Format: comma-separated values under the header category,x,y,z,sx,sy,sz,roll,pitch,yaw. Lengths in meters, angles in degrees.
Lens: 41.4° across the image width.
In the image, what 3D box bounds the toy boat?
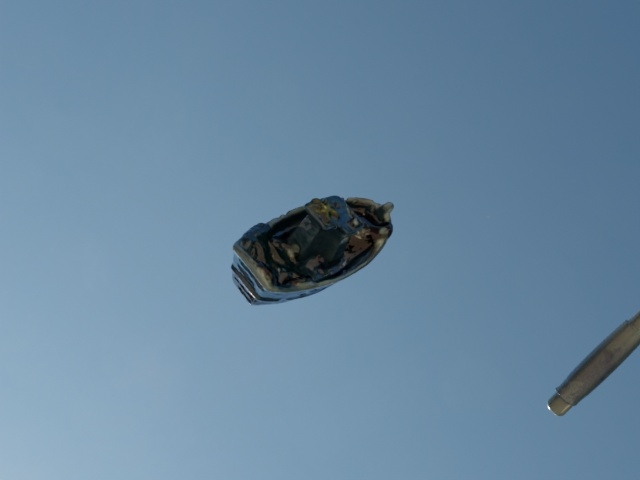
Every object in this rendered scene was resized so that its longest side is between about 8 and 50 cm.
category,x,y,z,sx,sy,sz,roll,pitch,yaw
toy boat,0.000,0.000,0.554,0.060,0.137,0.061,52,-49,20

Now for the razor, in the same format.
category,x,y,z,sx,sy,sz,roll,pitch,yaw
razor,0.204,0.070,0.572,0.040,0.068,0.135,24,-65,-34
